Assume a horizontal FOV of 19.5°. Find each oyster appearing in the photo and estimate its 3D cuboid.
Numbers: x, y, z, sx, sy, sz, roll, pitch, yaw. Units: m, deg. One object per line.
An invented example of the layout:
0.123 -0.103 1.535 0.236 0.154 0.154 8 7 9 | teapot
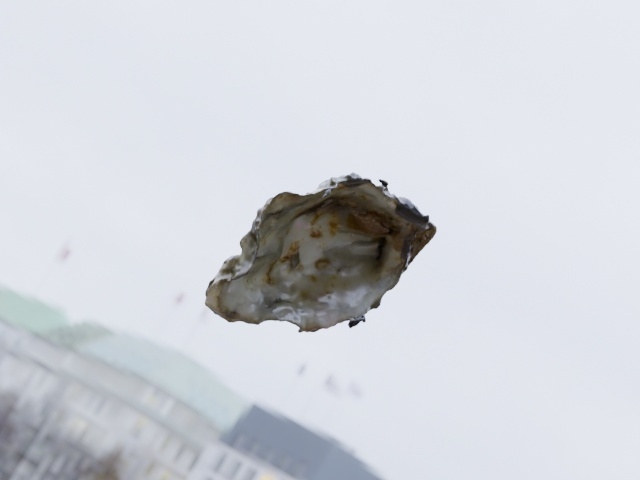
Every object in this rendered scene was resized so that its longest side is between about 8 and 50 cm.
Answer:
0.004 0.003 1.097 0.148 0.103 0.051 6 26 -34 | oyster
